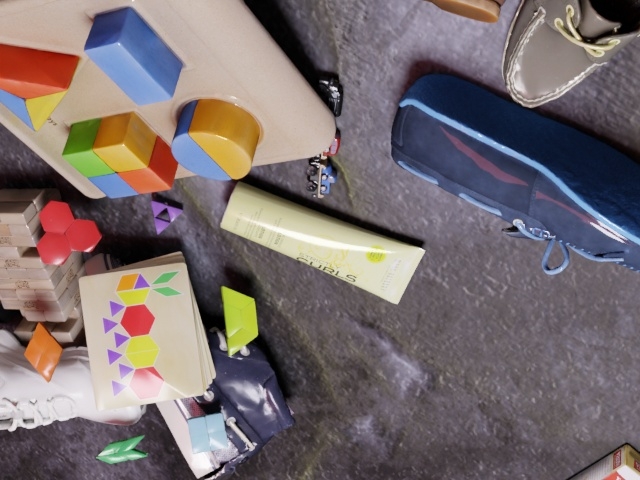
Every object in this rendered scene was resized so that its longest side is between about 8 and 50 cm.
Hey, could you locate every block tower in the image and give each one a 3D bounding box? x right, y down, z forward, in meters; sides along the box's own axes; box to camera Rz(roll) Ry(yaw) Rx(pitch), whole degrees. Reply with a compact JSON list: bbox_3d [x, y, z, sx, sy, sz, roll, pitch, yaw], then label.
[{"bbox_3d":[-0.360,0.081,1.549,0.097,0.091,0.336,1,125,19],"label":"block tower"}]

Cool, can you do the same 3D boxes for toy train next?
[{"bbox_3d":[0.006,-0.116,1.330,0.036,0.027,0.158,7,126,1],"label":"toy train"}]

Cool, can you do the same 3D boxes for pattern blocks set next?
[{"bbox_3d":[-0.221,0.112,1.443,0.285,0.026,0.325,0,88,-8],"label":"pattern blocks set"}]

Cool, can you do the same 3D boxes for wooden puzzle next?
[{"bbox_3d":[-0.204,-0.149,1.247,0.347,0.081,0.322,-11,143,28],"label":"wooden puzzle"}]

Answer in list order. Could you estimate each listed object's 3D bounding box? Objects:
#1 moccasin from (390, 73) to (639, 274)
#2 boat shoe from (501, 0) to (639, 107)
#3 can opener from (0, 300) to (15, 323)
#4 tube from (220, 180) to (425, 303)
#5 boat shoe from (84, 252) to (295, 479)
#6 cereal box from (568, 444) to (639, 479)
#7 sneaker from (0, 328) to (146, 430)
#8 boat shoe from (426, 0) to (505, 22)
[{"bbox_3d":[0.235,-0.059,1.246,0.342,0.138,0.117,33,133,12],"label":"moccasin"},{"bbox_3d":[0.271,-0.236,1.113,0.109,0.091,0.305,34,127,-6],"label":"boat shoe"},{"bbox_3d":[-0.555,0.044,1.614,0.280,0.074,0.093,34,162,-4],"label":"can opener"},{"bbox_3d":[0.000,0.000,1.395,0.240,0.062,0.070,22,168,-4],"label":"tube"},{"bbox_3d":[-0.164,0.141,1.527,0.158,0.127,0.341,-29,99,-2],"label":"boat shoe"},{"bbox_3d":[0.380,0.387,1.543,0.173,0.047,0.240,38,127,-10],"label":"cereal box"},{"bbox_3d":[-0.371,0.200,1.498,0.297,0.129,0.111,10,126,11],"label":"sneaker"},{"bbox_3d":[0.091,-0.280,1.164,0.207,0.073,0.073,17,90,3],"label":"boat shoe"}]
